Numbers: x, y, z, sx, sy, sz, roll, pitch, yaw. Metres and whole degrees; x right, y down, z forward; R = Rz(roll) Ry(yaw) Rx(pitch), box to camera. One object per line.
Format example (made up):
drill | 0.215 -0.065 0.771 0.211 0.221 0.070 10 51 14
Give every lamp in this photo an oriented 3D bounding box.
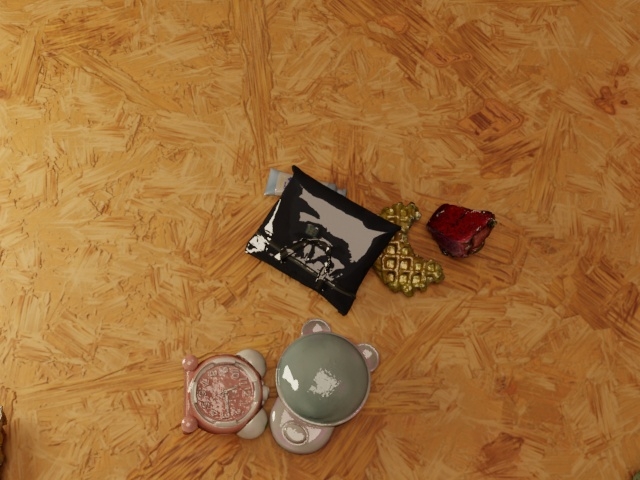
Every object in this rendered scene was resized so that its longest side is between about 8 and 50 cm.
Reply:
lamp | -0.006 0.277 1.233 0.179 0.108 0.246 26 73 11

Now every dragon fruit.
dragon fruit | 0.292 -0.007 1.348 0.102 0.096 0.147 -38 34 -17

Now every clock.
clock | -0.177 0.287 1.238 0.162 0.093 0.166 1 70 -11

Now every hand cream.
hand cream | -0.030 -0.109 1.395 0.170 0.043 0.065 12 72 4

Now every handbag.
handbag | 0.000 0.000 1.326 0.254 0.088 0.211 31 91 7

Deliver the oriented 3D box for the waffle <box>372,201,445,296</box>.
waffle | 0.171 0.016 1.357 0.149 0.051 0.194 -28 74 -9

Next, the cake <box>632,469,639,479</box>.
cake | 0.689 0.487 1.191 0.099 0.100 0.235 -42 77 -14

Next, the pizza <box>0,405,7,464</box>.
pizza | -0.621 0.393 1.196 0.201 0.053 0.193 35 75 21
